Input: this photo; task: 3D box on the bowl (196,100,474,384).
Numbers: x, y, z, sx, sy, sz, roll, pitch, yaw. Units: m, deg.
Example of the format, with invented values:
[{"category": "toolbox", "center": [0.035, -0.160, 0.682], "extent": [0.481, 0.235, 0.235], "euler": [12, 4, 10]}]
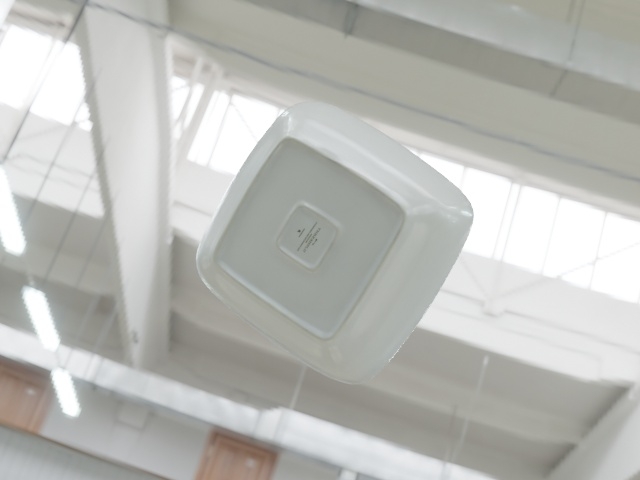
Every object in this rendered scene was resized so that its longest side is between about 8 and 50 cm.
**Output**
[{"category": "bowl", "center": [0.000, 0.000, 0.676], "extent": [0.142, 0.142, 0.053], "euler": [35, 10, 17]}]
